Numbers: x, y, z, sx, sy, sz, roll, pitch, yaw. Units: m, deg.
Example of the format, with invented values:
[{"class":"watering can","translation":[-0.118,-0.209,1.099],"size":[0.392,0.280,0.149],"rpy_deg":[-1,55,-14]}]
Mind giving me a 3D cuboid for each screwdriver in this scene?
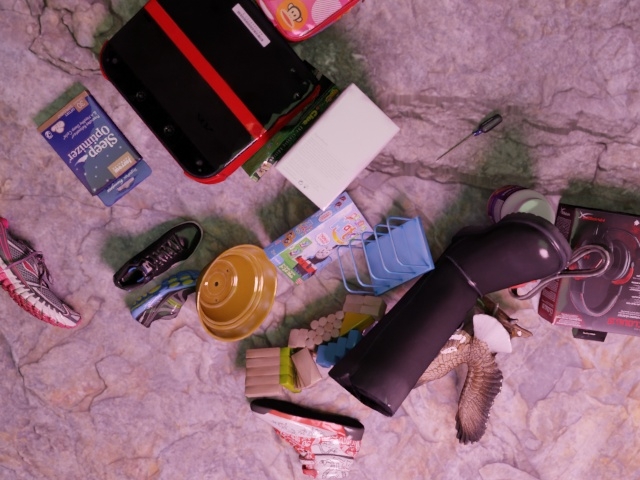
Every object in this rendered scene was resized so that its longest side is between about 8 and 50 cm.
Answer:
[{"class":"screwdriver","translation":[0.325,-0.226,1.690],"size":[0.170,0.024,0.025],"rpy_deg":[-30,69,10]}]

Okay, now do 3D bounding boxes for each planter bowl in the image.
[{"class":"planter bowl","translation":[-0.204,0.104,1.667],"size":[0.217,0.090,0.217],"rpy_deg":[-16,113,-41]}]

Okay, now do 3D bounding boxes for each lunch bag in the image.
[{"class":"lunch bag","translation":[-0.039,-0.581,1.577],"size":[0.258,0.120,0.293],"rpy_deg":[-35,101,0]}]

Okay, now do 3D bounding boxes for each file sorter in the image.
[{"class":"file sorter","translation":[0.132,0.034,1.616],"size":[0.170,0.105,0.118],"rpy_deg":[-31,64,42]}]

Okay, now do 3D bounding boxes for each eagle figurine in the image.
[{"class":"eagle figurine","translation":[0.321,0.276,1.684],"size":[0.225,0.226,0.298],"rpy_deg":[41,91,-27]}]

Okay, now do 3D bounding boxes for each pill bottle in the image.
[{"class":"pill bottle","translation":[0.427,-0.059,1.627],"size":[0.108,0.193,0.108],"rpy_deg":[0,99,-2]}]

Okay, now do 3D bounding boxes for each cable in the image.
[{"class":"cable","translation":[0.478,0.067,1.631],"size":[0.072,0.287,0.139],"rpy_deg":[-3,93,-37]}]

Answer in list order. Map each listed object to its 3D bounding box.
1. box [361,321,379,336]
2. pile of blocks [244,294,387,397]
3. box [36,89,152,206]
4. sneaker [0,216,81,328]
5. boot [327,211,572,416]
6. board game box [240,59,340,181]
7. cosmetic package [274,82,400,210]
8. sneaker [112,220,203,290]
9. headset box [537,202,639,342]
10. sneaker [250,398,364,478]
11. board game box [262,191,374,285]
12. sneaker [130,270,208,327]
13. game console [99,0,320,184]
[{"class":"box","translation":[0.141,0.207,1.749],"size":[0.083,0.018,0.067],"rpy_deg":[22,98,-5]},{"class":"pile of blocks","translation":[0.003,0.253,1.698],"size":[0.362,0.112,0.148],"rpy_deg":[-30,58,7]},{"class":"box","translation":[-0.486,-0.195,1.661],"size":[0.136,0.036,0.225],"rpy_deg":[-38,99,4]},{"class":"sneaker","translation":[-0.632,0.078,1.664],"size":[0.299,0.121,0.112],"rpy_deg":[48,64,-15]},{"class":"boot","translation":[0.244,0.150,1.503],"size":[0.445,0.367,0.146],"rpy_deg":[-43,97,-17]},{"class":"board game box","translation":[-0.084,-0.255,1.621],"size":[0.259,0.136,0.030],"rpy_deg":[-46,139,6]},{"class":"cosmetic package","translation":[0.031,-0.194,1.579],"size":[0.138,0.224,0.224],"rpy_deg":[41,96,-7]},{"class":"sneaker","translation":[-0.349,0.042,1.658],"size":[0.217,0.121,0.079],"rpy_deg":[-36,99,4]},{"class":"headset box","translation":[0.621,0.079,1.696],"size":[0.218,0.110,0.293],"rpy_deg":[9,98,-3]},{"class":"sneaker","translation":[-0.044,0.460,1.748],"size":[0.270,0.090,0.144],"rpy_deg":[15,96,-7]},{"class":"board game box","translation":[0.000,0.000,1.650],"size":[0.212,0.160,0.039],"rpy_deg":[-36,59,4]},{"class":"sneaker","translation":[-0.330,0.131,1.709],"size":[0.188,0.067,0.078],"rpy_deg":[-31,120,2]},{"class":"game console","translation":[-0.240,-0.347,1.591],"size":[0.342,0.060,0.386],"rpy_deg":[-40,87,8]}]
